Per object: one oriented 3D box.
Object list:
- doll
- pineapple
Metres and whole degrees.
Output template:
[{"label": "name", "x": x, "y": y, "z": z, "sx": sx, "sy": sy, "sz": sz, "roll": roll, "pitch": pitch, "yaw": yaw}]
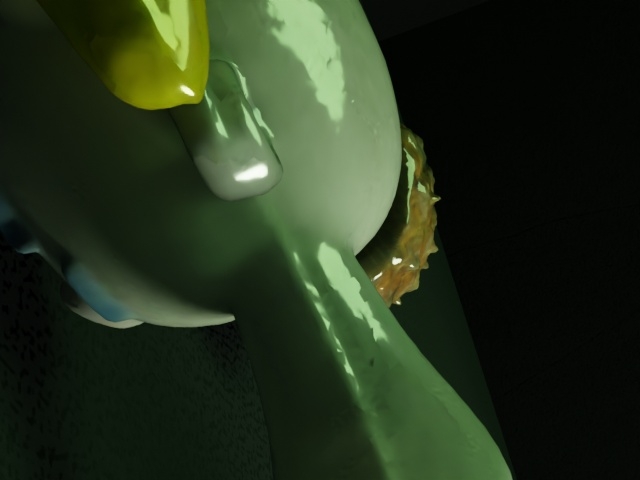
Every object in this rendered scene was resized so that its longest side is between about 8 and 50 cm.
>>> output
[{"label": "doll", "x": -0.047, "y": -0.050, "z": 0.433, "sx": 0.252, "sy": 0.111, "sz": 0.237, "roll": 65, "pitch": -7, "yaw": -22}, {"label": "pineapple", "x": 0.000, "y": 0.000, "z": 0.740, "sx": 0.198, "sy": 0.108, "sz": 0.108, "roll": 87, "pitch": -16, "yaw": -78}]
